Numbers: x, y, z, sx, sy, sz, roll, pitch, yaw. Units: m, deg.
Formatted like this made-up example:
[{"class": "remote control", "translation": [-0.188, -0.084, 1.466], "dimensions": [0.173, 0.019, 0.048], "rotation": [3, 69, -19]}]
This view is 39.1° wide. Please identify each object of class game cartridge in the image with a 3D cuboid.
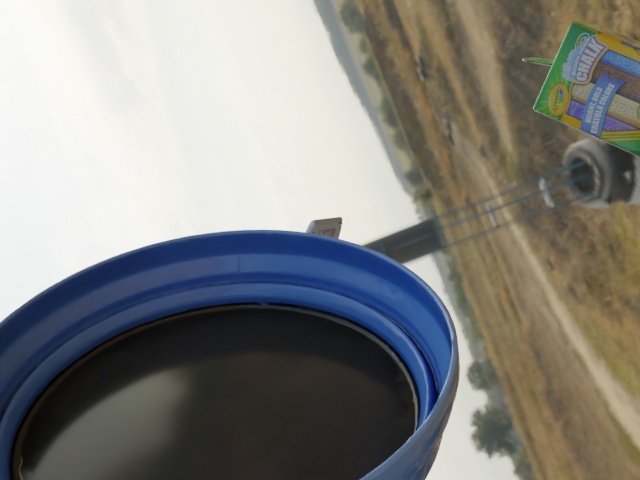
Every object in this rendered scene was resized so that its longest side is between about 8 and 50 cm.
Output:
[{"class": "game cartridge", "translation": [0.000, 0.000, 1.360], "dimensions": [0.017, 0.055, 0.083], "rotation": [56, 145, 39]}]

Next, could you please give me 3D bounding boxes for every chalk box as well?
[{"class": "chalk box", "translation": [0.388, -0.224, 1.252], "dimensions": [0.213, 0.132, 0.132], "rotation": [29, -155, 18]}]

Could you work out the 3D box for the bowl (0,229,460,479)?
[{"class": "bowl", "translation": [-0.086, 0.116, 0.715], "dimensions": [0.391, 0.390, 0.077], "rotation": [-97, 1, -62]}]
